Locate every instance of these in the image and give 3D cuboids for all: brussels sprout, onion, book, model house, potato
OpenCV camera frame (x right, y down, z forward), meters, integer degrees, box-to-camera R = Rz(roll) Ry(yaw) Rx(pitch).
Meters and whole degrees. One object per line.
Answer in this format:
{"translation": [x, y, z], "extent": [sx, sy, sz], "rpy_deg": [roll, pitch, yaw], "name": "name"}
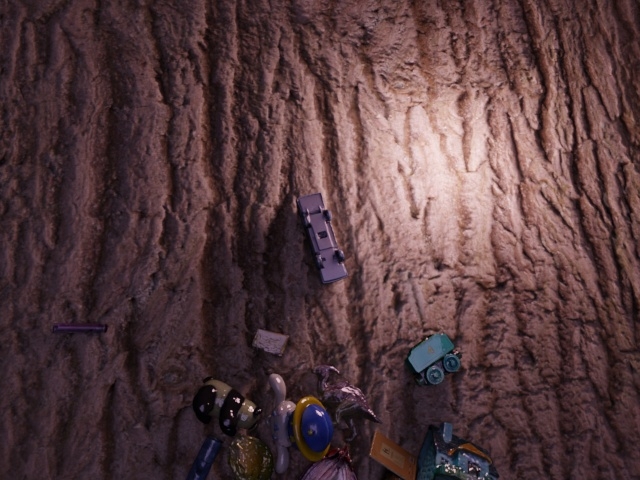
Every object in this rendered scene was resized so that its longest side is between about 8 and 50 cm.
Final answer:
{"translation": [-0.229, 0.715, 1.596], "extent": [0.139, 0.100, 0.181], "rpy_deg": [-33, 80, -24], "name": "brussels sprout"}
{"translation": [0.029, 0.807, 1.587], "extent": [0.227, 0.120, 0.284], "rpy_deg": [25, 68, 0], "name": "onion"}
{"translation": [0.246, 0.727, 1.646], "extent": [0.172, 0.118, 0.012], "rpy_deg": [33, 115, 3], "name": "book"}
{"translation": [0.485, 0.742, 1.628], "extent": [0.261, 0.226, 0.241], "rpy_deg": [25, 45, -2], "name": "model house"}
{"translation": [-0.177, 0.354, 1.712], "extent": [0.122, 0.061, 0.086], "rpy_deg": [17, 77, -1], "name": "potato"}

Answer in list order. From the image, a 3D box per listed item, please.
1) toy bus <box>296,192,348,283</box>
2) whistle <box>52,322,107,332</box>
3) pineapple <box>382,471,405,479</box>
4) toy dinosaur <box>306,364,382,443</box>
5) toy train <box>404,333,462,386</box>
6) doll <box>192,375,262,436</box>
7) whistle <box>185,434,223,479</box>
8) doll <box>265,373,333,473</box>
{"translation": [0.000, 0.000, 1.783], "extent": [0.108, 0.136, 0.330], "rpy_deg": [-14, 77, -12], "name": "toy bus"}
{"translation": [-0.817, 0.298, 1.665], "extent": [0.176, 0.033, 0.033], "rpy_deg": [2, 75, -6], "name": "whistle"}
{"translation": [0.223, 0.866, 1.607], "extent": [0.108, 0.108, 0.198], "rpy_deg": [29, 80, 1], "name": "pineapple"}
{"translation": [0.065, 0.558, 1.678], "extent": [0.294, 0.077, 0.162], "rpy_deg": [40, 82, 6], "name": "toy dinosaur"}
{"translation": [0.400, 0.424, 1.741], "extent": [0.197, 0.107, 0.154], "rpy_deg": [-30, 74, -13], "name": "toy train"}
{"translation": [-0.309, 0.550, 1.605], "extent": [0.234, 0.144, 0.135], "rpy_deg": [28, 59, 6], "name": "doll"}
{"translation": [-0.408, 0.784, 1.574], "extent": [0.062, 0.062, 0.304], "rpy_deg": [25, 74, 0], "name": "whistle"}
{"translation": [-0.070, 0.577, 1.611], "extent": [0.159, 0.242, 0.311], "rpy_deg": [-5, 70, -38], "name": "doll"}
